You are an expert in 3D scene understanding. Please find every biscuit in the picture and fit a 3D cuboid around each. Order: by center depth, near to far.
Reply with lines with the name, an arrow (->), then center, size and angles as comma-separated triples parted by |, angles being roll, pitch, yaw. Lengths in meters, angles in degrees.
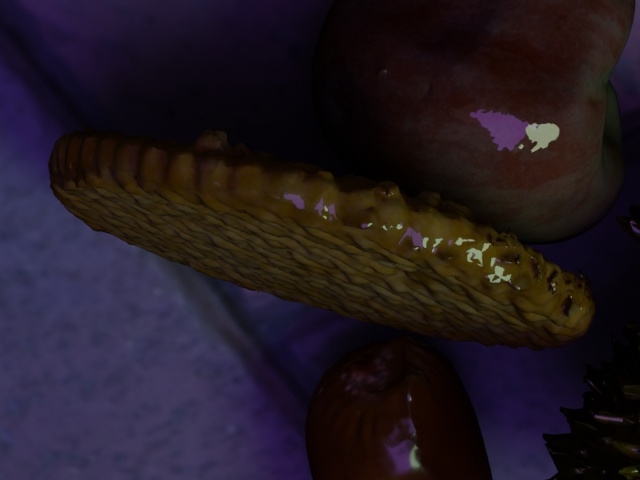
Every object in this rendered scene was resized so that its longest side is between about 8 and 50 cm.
biscuit -> 0.000, 0.000, 0.733 | 0.254, 0.254, 0.035 | 18, 81, -15

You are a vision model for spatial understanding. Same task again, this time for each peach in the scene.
peach -> 0.067, -0.074, 0.746 | 0.152, 0.152, 0.152 | -2, 121, -4

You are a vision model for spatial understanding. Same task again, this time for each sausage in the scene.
sausage -> 0.058, 0.195, 0.918 | 0.094, 0.097, 0.348 | -1, 126, 16

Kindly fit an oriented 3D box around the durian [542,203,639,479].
durian -> 0.225, 0.084, 0.769 | 0.258, 0.293, 0.258 | 9, 121, 15
